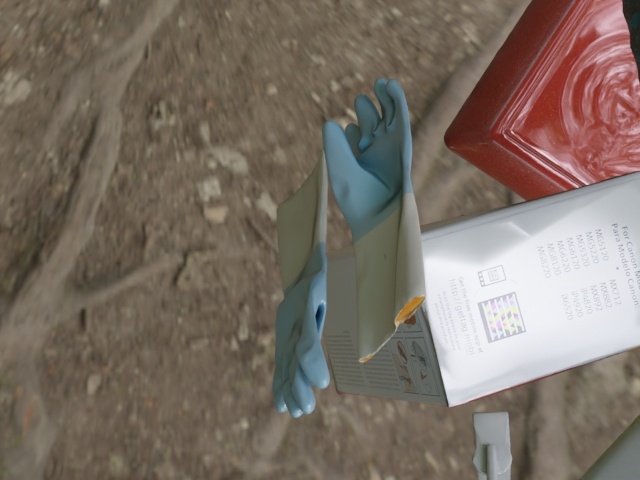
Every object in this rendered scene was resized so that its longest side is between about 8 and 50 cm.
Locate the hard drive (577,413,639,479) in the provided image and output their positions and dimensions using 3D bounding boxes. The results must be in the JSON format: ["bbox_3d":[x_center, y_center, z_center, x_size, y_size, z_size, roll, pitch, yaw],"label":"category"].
[{"bbox_3d":[0.276,0.212,1.044,0.353,0.233,0.047,-47,126,2],"label":"hard drive"}]

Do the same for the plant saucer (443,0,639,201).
[{"bbox_3d":[0.294,-0.131,1.440,0.259,0.048,0.258,33,92,-10],"label":"plant saucer"}]

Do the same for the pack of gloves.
[{"bbox_3d":[0.000,0.000,1.075,0.046,0.232,0.195,20,134,-23],"label":"pack of gloves"}]

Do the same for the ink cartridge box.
[{"bbox_3d":[0.160,0.034,1.216,0.272,0.309,0.130,-16,90,-14],"label":"ink cartridge box"}]

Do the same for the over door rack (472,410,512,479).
[{"bbox_3d":[0.193,0.187,0.737,0.239,0.324,0.108,-2,127,6],"label":"over door rack"}]

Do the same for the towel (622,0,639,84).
[{"bbox_3d":[0.202,-0.079,0.405,0.040,0.370,0.271,-1,72,-21],"label":"towel"}]
